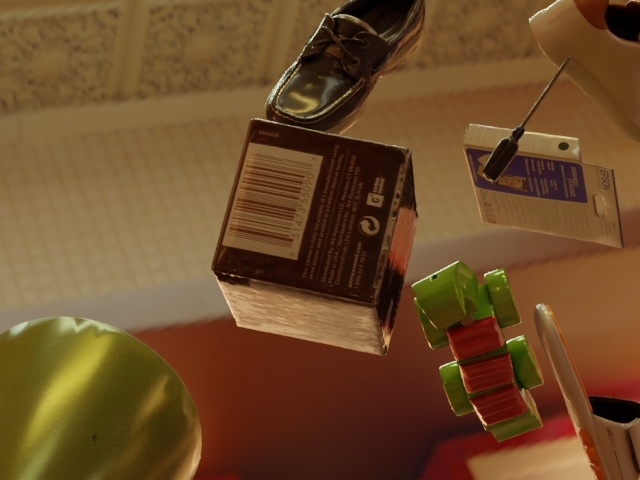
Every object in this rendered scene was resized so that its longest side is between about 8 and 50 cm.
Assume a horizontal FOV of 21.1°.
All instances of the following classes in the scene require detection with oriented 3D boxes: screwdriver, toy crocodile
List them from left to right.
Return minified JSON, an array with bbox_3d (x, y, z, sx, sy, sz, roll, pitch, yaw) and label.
[{"bbox_3d":[0.189,0.137,2.002,0.115,0.105,0.340,-18,-43,7],"label":"toy crocodile"},{"bbox_3d":[0.233,-0.135,1.916,0.170,0.024,0.025,-52,-39,-13],"label":"screwdriver"}]

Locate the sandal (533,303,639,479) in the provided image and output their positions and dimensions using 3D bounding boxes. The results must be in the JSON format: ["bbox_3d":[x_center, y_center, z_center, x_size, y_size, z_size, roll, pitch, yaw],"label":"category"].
[{"bbox_3d":[0.297,0.178,1.780,0.076,0.102,0.265,-21,-74,5],"label":"sandal"}]

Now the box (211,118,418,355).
[{"bbox_3d":[0.000,0.000,1.745,0.167,0.169,0.203,11,-16,9],"label":"box"}]

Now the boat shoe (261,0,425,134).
[{"bbox_3d":[0.030,-0.206,1.875,0.285,0.102,0.092,-44,-27,-40],"label":"boat shoe"}]

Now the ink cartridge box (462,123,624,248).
[{"bbox_3d":[0.306,-0.072,2.314,0.208,0.045,0.206,12,-27,20],"label":"ink cartridge box"}]

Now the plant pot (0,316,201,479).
[{"bbox_3d":[-0.289,0.268,1.784,0.274,0.293,0.275,4,-63,9],"label":"plant pot"}]

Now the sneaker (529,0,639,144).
[{"bbox_3d":[0.383,-0.211,2.093,0.123,0.106,0.290,-36,-45,22],"label":"sneaker"}]
